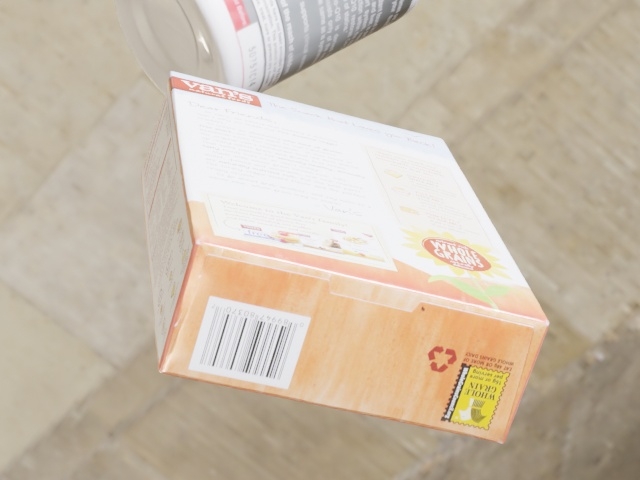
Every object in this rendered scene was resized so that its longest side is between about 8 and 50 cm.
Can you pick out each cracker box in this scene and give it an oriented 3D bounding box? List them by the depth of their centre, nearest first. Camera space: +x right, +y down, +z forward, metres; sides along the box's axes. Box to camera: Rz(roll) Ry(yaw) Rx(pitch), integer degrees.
[{"bbox_3d":[0.000,0.000,0.790,0.232,0.156,0.067,-107,32,-66],"label":"cracker box"}]

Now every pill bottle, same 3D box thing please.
[{"bbox_3d":[-0.015,-0.229,1.372,0.283,0.161,0.161,-30,2,-26],"label":"pill bottle"}]
